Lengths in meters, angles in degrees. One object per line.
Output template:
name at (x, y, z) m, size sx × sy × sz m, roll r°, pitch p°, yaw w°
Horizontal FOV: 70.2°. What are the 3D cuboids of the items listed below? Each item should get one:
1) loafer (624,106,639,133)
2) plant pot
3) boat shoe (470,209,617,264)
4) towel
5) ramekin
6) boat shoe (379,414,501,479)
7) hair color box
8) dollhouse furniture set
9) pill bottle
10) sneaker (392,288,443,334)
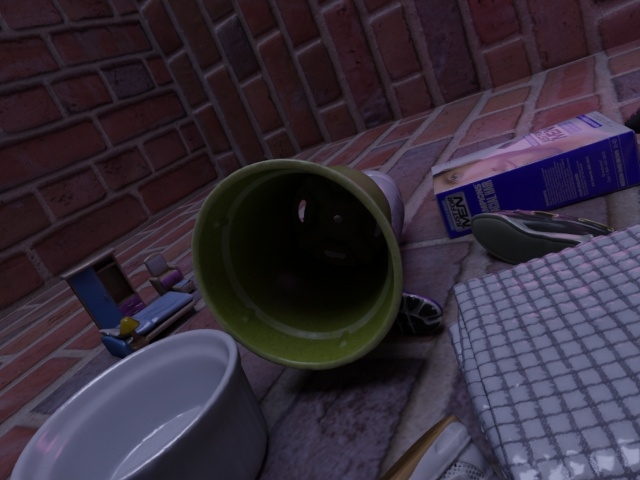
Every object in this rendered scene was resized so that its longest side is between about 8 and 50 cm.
loafer at (0.691, -0.234, 0.834) m, size 0.365 × 0.130 × 0.134 m, roll -27°, pitch -23°, yaw -30°
plant pot at (0.000, 0.000, 0.668) m, size 0.275 × 0.276 × 0.254 m, roll -16°, pitch 13°, yaw 22°
boat shoe at (0.329, -0.005, 0.685) m, size 0.068 × 0.081 × 0.227 m, roll -28°, pitch 26°, yaw -19°
towel at (0.249, 0.117, 0.394) m, size 0.234 × 0.121 × 0.284 m, roll -21°, pitch 20°, yaw 13°
ramekin at (-0.200, 0.246, 0.558) m, size 0.277 × 0.135 × 0.277 m, roll -21°, pitch 20°, yaw 8°
boat shoe at (0.045, 0.242, 0.317) m, size 0.277 × 0.096 × 0.098 m, roll -30°, pitch -25°, yaw -32°
hair color box at (0.398, -0.131, 0.891) m, size 0.338 × 0.110 × 0.185 m, roll -19°, pitch 20°, yaw 19°
dollhouse furniture set at (-0.429, 0.110, 1.105) m, size 0.303 × 0.198 × 0.286 m, roll -2°, pitch 29°, yaw 47°
pill bottle at (0.088, -0.039, 0.931) m, size 0.160 × 0.160 × 0.283 m, roll -17°, pitch 20°, yaw 21°
sneaker at (0.119, 0.092, 0.694) m, size 0.071 × 0.068 × 0.169 m, roll -29°, pitch 18°, yaw -31°
